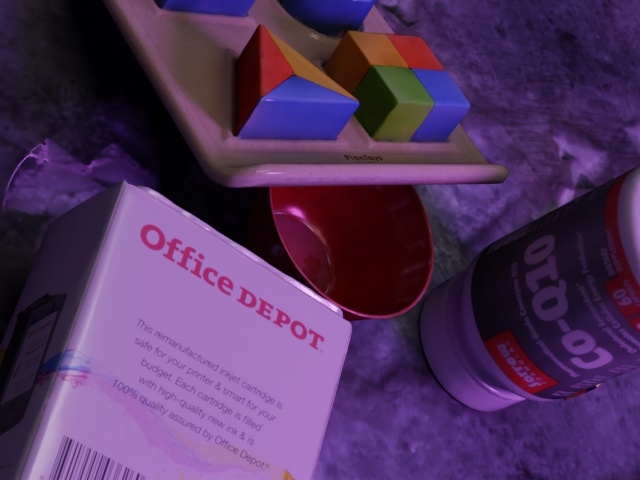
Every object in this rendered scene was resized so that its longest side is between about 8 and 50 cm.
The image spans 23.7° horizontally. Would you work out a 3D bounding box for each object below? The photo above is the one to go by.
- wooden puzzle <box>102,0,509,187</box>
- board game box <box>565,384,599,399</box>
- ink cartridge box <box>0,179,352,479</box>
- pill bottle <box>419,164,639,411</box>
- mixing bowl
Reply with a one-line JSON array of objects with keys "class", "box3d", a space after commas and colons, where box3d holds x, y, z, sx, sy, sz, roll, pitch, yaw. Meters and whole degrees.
[{"class": "wooden puzzle", "box3d": [-0.024, -0.178, 1.338, 0.322, 0.080, 0.348, -3, 45, -42]}, {"class": "board game box", "box3d": [0.272, 0.062, 1.584, 0.170, 0.048, 0.141, -36, 94, -46]}, {"class": "ink cartridge box", "box3d": [-0.126, 0.150, 1.079, 0.226, 0.131, 0.306, 34, 54, -27]}, {"class": "pill bottle", "box3d": [0.231, 0.053, 1.384, 0.161, 0.283, 0.161, 20, 56, -33]}, {"class": "mixing bowl", "box3d": [0.000, 0.000, 1.343, 0.181, 0.098, 0.181, 21, 54, -32]}]
